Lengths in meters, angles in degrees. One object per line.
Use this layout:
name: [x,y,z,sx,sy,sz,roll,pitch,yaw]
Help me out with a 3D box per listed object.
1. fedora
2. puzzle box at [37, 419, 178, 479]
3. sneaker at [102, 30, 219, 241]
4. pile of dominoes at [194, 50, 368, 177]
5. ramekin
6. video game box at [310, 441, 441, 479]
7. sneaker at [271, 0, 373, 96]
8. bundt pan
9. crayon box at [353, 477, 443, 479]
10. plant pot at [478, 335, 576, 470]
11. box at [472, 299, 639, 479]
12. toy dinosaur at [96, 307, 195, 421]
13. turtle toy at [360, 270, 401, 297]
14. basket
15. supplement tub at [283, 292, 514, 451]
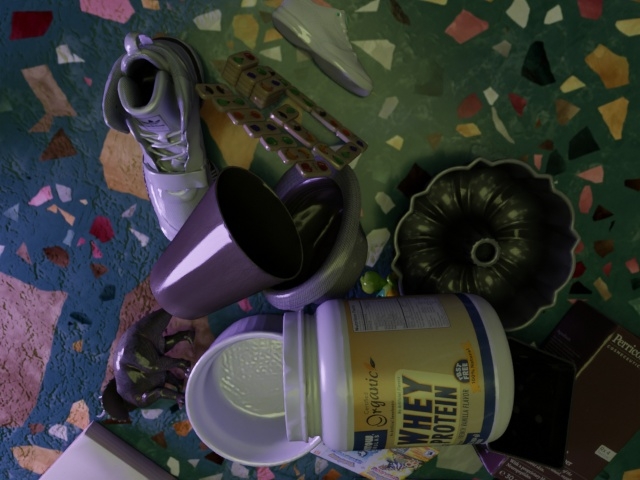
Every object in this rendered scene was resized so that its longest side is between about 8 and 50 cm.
fedora: [0.000,0.000,0.839,0.244,0.275,0.124,-14,147,39]
puzzle box: [-0.519,0.614,1.037,0.272,0.052,0.409,42,99,-11]
sneaker: [-0.254,-0.149,0.775,0.138,0.210,0.365,-3,104,-1]
pile of dominoes: [-0.048,-0.206,0.758,0.251,0.196,0.040,39,130,3]
ramekin: [-0.108,0.279,0.925,0.278,0.135,0.277,0,103,-1]
video game box: [0.109,0.418,0.978,0.205,0.048,0.187,27,127,-8]
sneaker: [0.024,-0.343,0.810,0.212,0.080,0.094,40,88,-9]
bundt pan: [0.284,0.007,0.875,0.331,0.124,0.330,0,104,-1]
crayon box: [0.206,0.622,1.046,0.279,0.081,0.165,2,104,-2]
plant pot: [0.327,0.289,0.877,0.188,0.167,0.187,24,71,-23]
box: [0.505,0.336,0.958,0.191,0.143,0.381,32,99,-9]
toy dinosaur: [-0.335,0.240,0.917,0.161,0.121,0.313,11,108,-18]
turtle toy: [0.134,0.107,0.919,0.066,0.095,0.130,-35,103,29]
basket: [-0.167,0.025,0.782,0.227,0.154,0.204,-35,72,31]
supplement tub: [0.104,0.201,0.737,0.317,0.228,0.228,-3,104,-2]
